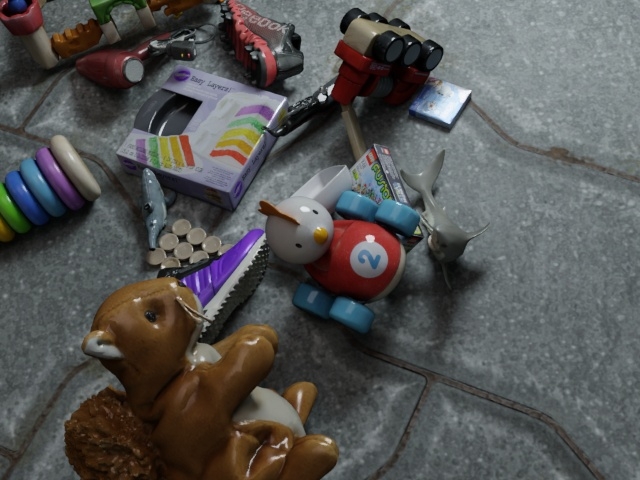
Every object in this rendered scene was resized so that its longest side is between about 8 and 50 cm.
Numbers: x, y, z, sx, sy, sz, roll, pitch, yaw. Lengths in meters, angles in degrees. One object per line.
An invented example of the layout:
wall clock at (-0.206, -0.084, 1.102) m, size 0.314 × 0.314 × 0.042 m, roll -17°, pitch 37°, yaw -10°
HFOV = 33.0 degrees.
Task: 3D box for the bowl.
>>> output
bowl at (-0.008, -0.070, 1.937) m, size 0.142 × 0.142 × 0.053 m, roll -43°, pitch 105°, yaw -18°

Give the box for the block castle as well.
block castle at (-0.451, -0.582, 2.239) m, size 0.454 × 0.212 × 0.303 m, roll -22°, pitch 50°, yaw -1°

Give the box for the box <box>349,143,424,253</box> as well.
box at (0.105, -0.056, 1.910) m, size 0.036 × 0.114 × 0.207 m, roll 11°, pitch 47°, yaw -37°

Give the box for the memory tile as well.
memory tile at (-0.234, 0.029, 1.966) m, size 0.148 × 0.012 × 0.113 m, roll 28°, pitch 67°, yaw 23°

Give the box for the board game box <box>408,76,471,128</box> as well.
board game box at (0.230, -0.264, 2.070) m, size 0.090 × 0.020 × 0.090 m, roll 23°, pitch 65°, yaw 21°

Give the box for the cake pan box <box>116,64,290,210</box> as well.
cake pan box at (-0.226, -0.205, 2.080) m, size 0.267 × 0.070 × 0.245 m, roll 21°, pitch 61°, yaw 21°

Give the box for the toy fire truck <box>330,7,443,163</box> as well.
toy fire truck at (0.106, -0.282, 2.029) m, size 0.158 × 0.217 × 0.246 m, roll 40°, pitch 113°, yaw 27°

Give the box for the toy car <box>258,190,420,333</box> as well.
toy car at (0.000, 0.000, 1.765) m, size 0.210 × 0.238 × 0.219 m, roll 16°, pitch 78°, yaw 53°

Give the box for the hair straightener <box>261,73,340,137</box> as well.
hair straightener at (-0.018, -0.266, 2.045) m, size 0.230 × 0.089 × 0.047 m, roll -31°, pitch 69°, yaw -26°

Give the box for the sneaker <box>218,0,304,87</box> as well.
sneaker at (-0.116, -0.402, 2.171) m, size 0.135 × 0.097 × 0.276 m, roll -12°, pitch 42°, yaw -21°

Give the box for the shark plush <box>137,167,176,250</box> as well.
shark plush at (-0.320, -0.051, 1.997) m, size 0.073 × 0.067 × 0.161 m, roll 2°, pitch 59°, yaw 10°

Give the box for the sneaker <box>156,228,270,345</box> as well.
sneaker at (-0.208, 0.074, 1.870) m, size 0.146 × 0.102 × 0.293 m, roll 30°, pitch 66°, yaw 15°

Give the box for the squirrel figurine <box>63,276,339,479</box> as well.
squirrel figurine at (-0.229, 0.259, 1.608) m, size 0.397 × 0.370 × 0.281 m, roll -42°, pitch 15°, yaw 10°

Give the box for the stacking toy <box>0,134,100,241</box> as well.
stacking toy at (-0.582, -0.054, 2.013) m, size 0.330 × 0.141 × 0.141 m, roll -34°, pitch 59°, yaw -6°

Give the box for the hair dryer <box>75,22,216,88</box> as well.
hair dryer at (-0.362, -0.367, 2.197) m, size 0.294 × 0.080 × 0.223 m, roll -8°, pitch 20°, yaw 9°

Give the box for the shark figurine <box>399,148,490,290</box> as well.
shark figurine at (0.232, -0.033, 1.875) m, size 0.116 × 0.166 × 0.278 m, roll -22°, pitch 30°, yaw 8°

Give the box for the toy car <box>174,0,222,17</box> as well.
toy car at (-0.255, -0.511, 2.291) m, size 0.122 × 0.040 × 0.060 m, roll -42°, pitch 61°, yaw -18°
